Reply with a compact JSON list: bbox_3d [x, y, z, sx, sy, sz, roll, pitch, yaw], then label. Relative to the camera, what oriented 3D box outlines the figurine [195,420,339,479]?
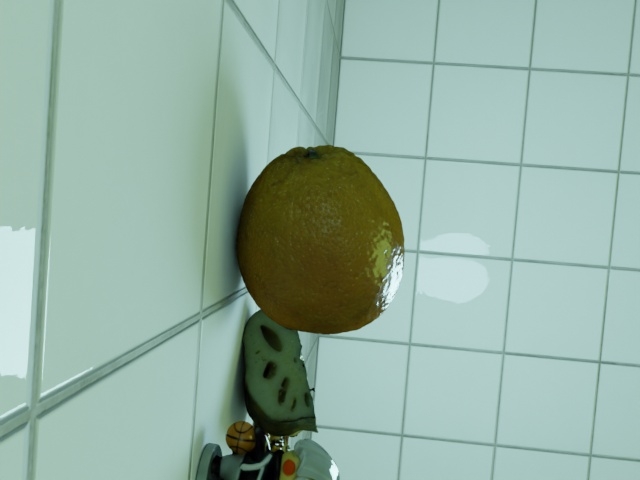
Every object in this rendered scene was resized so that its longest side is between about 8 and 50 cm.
[{"bbox_3d":[-0.084,0.406,1.107,0.133,0.236,0.176,-10,106,-84],"label":"figurine"}]

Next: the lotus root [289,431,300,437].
[{"bbox_3d":[-0.088,0.521,1.960,0.125,0.118,0.221,-44,140,-58],"label":"lotus root"}]

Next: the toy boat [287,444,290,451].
[{"bbox_3d":[-0.116,0.741,2.024,0.075,0.077,0.186,51,44,-85],"label":"toy boat"}]

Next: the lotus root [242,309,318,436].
[{"bbox_3d":[-0.100,0.313,1.449,0.260,0.149,0.267,95,-15,-60],"label":"lotus root"}]

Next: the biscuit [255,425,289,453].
[{"bbox_3d":[-0.121,0.491,1.734,0.289,0.081,0.334,91,5,-51],"label":"biscuit"}]

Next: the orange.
[{"bbox_3d":[0.000,0.000,1.236,0.322,0.321,0.357,-71,159,-72],"label":"orange"}]
